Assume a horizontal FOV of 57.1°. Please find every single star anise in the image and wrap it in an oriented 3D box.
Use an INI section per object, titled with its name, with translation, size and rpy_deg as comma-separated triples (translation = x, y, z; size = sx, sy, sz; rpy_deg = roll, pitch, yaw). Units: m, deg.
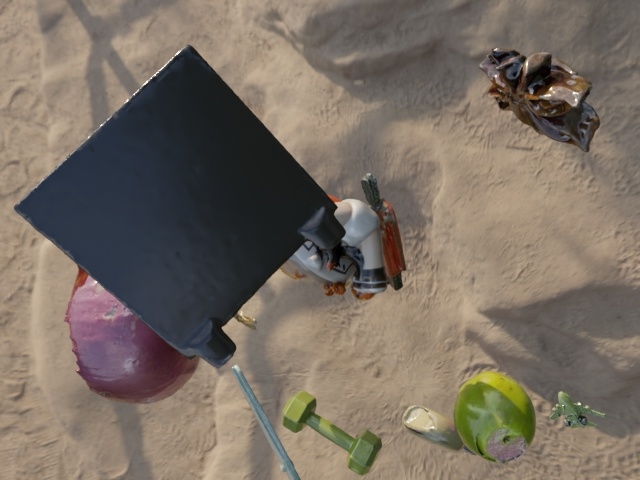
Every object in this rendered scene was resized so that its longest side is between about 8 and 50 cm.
[star anise]
translation = 0.351, -0.230, 0.922
size = 0.099, 0.214, 0.220
rpy_deg = -50, 61, 10

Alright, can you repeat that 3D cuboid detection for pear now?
[pear]
translation = 0.397, 0.395, 1.362
size = 0.188, 0.219, 0.187
rpy_deg = 2, 119, 4

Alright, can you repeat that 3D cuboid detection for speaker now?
[speaker]
translation = -0.144, -0.034, 0.651
size = 0.232, 0.184, 0.254
rpy_deg = -47, 108, -9

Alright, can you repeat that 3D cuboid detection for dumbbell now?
[dumbbell]
translation = 0.030, 0.557, 1.715
size = 0.302, 0.121, 0.108
rpy_deg = 28, 45, 18

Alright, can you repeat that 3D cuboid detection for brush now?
[brush]
translation = 0.135, -0.013, 1.236
size = 0.051, 0.323, 0.070
rpy_deg = -30, 44, -11

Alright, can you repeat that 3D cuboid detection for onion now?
[onion]
translation = -0.346, 0.151, 1.217
size = 0.345, 0.358, 0.358
rpy_deg = 0, 74, -25

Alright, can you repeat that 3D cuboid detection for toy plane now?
[toy plane]
translation = 0.468, 0.319, 1.090
size = 0.102, 0.111, 0.040
rpy_deg = -21, 36, 37

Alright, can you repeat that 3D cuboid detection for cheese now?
[cheese]
translation = 0.349, 0.550, 1.652
size = 0.163, 0.286, 0.082
rpy_deg = 9, 65, 48

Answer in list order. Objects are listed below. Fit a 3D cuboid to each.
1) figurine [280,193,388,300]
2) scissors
[figurine]
translation = 0.003, -0.004, 1.234
size = 0.320, 0.323, 0.196
rpy_deg = 40, 79, -18
[scissors]
translation = -0.035, 0.394, 0.940
size = 0.029, 0.192, 0.447
rpy_deg = -29, 95, -22
